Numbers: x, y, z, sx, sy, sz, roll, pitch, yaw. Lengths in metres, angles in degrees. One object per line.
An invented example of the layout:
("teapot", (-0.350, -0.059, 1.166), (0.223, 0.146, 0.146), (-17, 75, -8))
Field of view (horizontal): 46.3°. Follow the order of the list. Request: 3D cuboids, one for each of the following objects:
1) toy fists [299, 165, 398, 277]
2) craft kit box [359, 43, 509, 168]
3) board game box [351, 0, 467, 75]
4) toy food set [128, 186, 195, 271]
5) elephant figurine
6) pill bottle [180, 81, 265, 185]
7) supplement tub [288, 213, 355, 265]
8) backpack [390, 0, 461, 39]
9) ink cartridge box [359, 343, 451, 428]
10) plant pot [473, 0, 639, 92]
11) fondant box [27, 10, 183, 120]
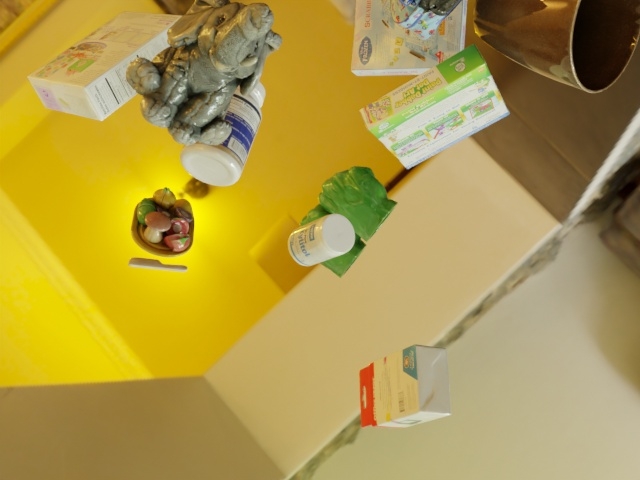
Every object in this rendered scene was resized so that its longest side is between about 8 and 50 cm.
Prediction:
("toy fists", (0.048, -0.046, 1.539), (0.142, 0.096, 0.279), (40, 141, 5))
("craft kit box", (0.235, -0.257, 1.502), (0.247, 0.250, 0.061), (27, -142, -65))
("board game box", (0.257, -0.637, 2.153), (0.318, 0.318, 0.066), (4, 177, 20))
("toy food set", (-0.308, -0.037, 1.495), (0.128, 0.071, 0.218), (13, -141, -18))
("elephant figurine", (-0.127, -0.248, 0.989), (0.169, 0.239, 0.186), (5, -131, -51))
("pill bottle", (-0.231, -0.278, 1.838), (0.153, 0.264, 0.153), (13, 152, 7))
("supplement tub", (0.000, 0.000, 1.256), (0.071, 0.071, 0.107), (46, 146, -14))
("backpack", (0.171, -0.438, 1.272), (0.117, 0.173, 0.158), (6, -120, -23))
("ink cartridge box", (0.165, 0.305, 1.523), (0.078, 0.134, 0.231), (10, 156, -24))
("plant pot", (0.381, -0.376, 1.258), (0.230, 0.215, 0.215), (26, 167, 44))
("fondant box", (-0.501, -0.432, 1.814), (0.238, 0.330, 0.096), (17, 140, 37))
